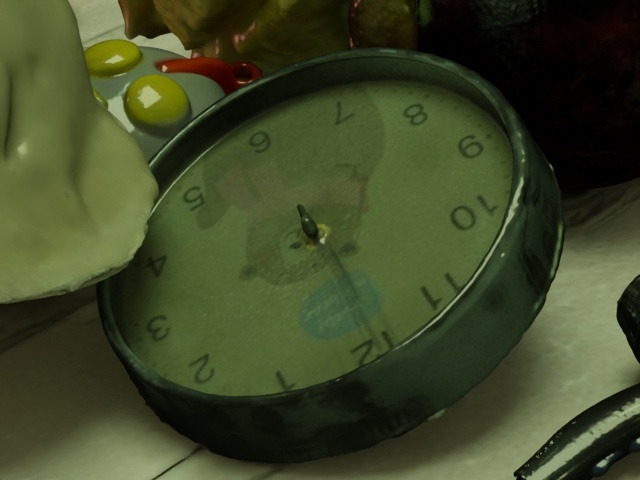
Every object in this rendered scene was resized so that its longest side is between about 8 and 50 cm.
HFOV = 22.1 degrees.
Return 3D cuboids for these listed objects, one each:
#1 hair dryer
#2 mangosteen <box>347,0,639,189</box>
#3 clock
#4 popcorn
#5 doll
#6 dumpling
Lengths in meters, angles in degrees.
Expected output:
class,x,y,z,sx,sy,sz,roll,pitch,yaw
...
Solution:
class,x,y,z,sx,sy,sz,roll,pitch,yaw
hair dryer,0.172,0.116,0.850,0.219,0.075,0.195,-29,46,-17
mangosteen,0.151,-0.161,1.102,0.288,0.288,0.288,-4,31,2
clock,0.000,0.000,0.956,0.280,0.055,0.281,-15,45,16
popcorn,-0.024,-0.227,1.259,0.270,0.258,0.224,-8,51,-10
doll,-0.177,-0.058,1.129,0.336,0.105,0.200,-25,50,-28
dumpling,-0.243,-0.072,0.920,0.315,0.233,0.395,30,26,15
